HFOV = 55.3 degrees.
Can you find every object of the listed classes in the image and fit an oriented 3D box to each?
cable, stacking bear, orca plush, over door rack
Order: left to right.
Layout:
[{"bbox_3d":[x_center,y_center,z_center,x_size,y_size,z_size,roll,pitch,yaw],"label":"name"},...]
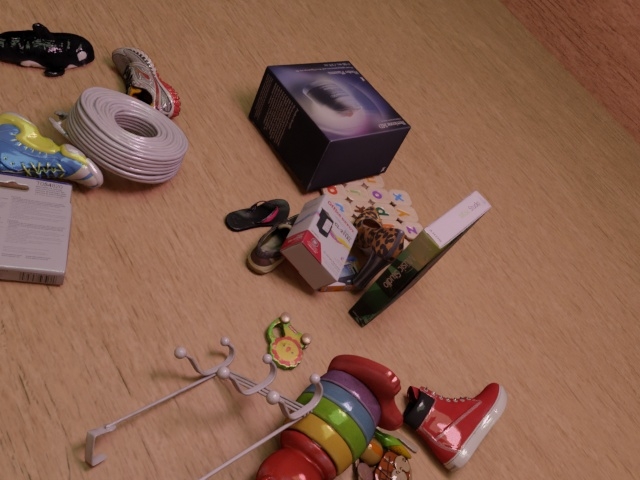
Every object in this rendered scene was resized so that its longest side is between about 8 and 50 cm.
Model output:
[{"bbox_3d":[-0.670,-0.475,1.415,0.287,0.102,0.151,9,50,-24],"label":"orca plush"},{"bbox_3d":[-0.416,-0.232,1.334,0.257,0.089,0.257,42,27,11],"label":"cable"},{"bbox_3d":[-0.183,0.274,0.992,0.239,0.108,0.324,15,31,36],"label":"over door rack"},{"bbox_3d":[0.002,0.355,1.082,0.164,0.175,0.289,21,48,31],"label":"stacking bear"}]

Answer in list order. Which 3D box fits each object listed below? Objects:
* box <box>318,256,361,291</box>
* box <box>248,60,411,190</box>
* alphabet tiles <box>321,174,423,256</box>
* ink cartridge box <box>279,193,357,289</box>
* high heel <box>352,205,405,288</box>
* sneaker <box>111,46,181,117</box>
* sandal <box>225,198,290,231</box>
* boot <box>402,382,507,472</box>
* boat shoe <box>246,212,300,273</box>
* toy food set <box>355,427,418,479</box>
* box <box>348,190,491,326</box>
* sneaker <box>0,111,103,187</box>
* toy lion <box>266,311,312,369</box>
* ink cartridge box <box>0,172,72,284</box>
[{"bbox_3d":[0.035,0.077,1.420,0.136,0.028,0.081,1,54,-32],"label":"box"},{"bbox_3d":[0.025,-0.314,1.616,0.296,0.183,0.294,-18,61,-39],"label":"box"},{"bbox_3d":[0.139,-0.074,1.610,0.278,0.021,0.284,3,53,-29],"label":"alphabet tiles"},{"bbox_3d":[0.000,0.000,1.362,0.127,0.072,0.175,48,41,-22],"label":"ink cartridge box"},{"bbox_3d":[0.148,-0.030,1.427,0.093,0.186,0.261,25,43,-15],"label":"high heel"},{"bbox_3d":[-0.439,-0.385,1.486,0.225,0.088,0.092,48,47,13],"label":"sneaker"},{"bbox_3d":[-0.137,-0.063,1.426,0.179,0.040,0.067,-19,65,-39],"label":"sandal"},{"bbox_3d":[0.284,0.343,1.304,0.176,0.088,0.244,45,49,12],"label":"boot"},{"bbox_3d":[-0.078,-0.006,1.389,0.080,0.073,0.223,42,45,7],"label":"boat shoe"},{"bbox_3d":[0.121,0.431,1.165,0.132,0.038,0.192,35,45,0],"label":"toy food set"},{"bbox_3d":[0.215,0.044,1.342,0.058,0.322,0.232,46,46,12],"label":"box"},{"bbox_3d":[-0.568,-0.151,1.233,0.240,0.091,0.126,32,63,-4],"label":"sneaker"},{"bbox_3d":[-0.072,0.210,1.247,0.100,0.034,0.096,45,53,10],"label":"toy lion"},{"bbox_3d":[-0.583,-0.028,1.133,0.223,0.045,0.224,9,49,-25],"label":"ink cartridge box"}]
